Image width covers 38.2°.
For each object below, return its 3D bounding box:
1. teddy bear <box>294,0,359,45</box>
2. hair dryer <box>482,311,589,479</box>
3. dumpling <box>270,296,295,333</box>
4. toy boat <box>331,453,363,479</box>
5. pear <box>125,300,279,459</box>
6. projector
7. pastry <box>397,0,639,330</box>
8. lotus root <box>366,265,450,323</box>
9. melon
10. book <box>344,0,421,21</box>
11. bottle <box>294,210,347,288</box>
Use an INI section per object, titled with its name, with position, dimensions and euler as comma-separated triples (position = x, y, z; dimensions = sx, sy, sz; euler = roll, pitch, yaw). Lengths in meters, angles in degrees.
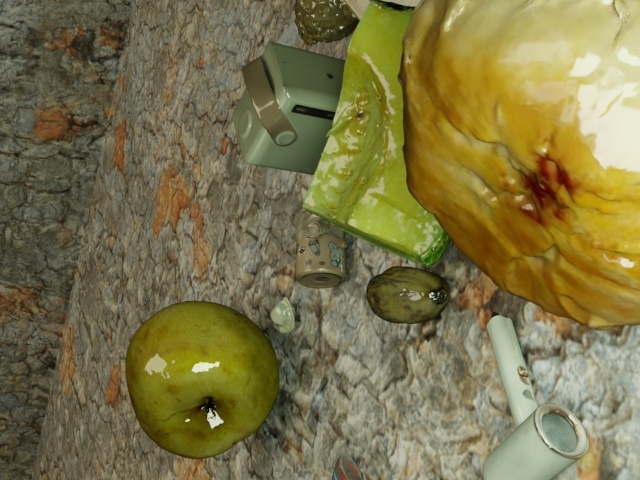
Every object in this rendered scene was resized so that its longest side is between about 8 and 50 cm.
[teddy bear]
position = 0.032, -0.475, 1.641
dimensions = 0.267, 0.156, 0.256
euler = -12, 74, 59
[hair dryer]
position = 0.239, 0.194, 1.157
dimensions = 0.131, 0.073, 0.236
euler = -56, 34, 42
[dumpling]
position = -0.068, 0.149, 1.778
dimensions = 0.077, 0.043, 0.059
euler = -51, 55, 20
[toy boat]
position = 0.030, 0.422, 1.523
dimensions = 0.096, 0.034, 0.122
euler = -117, 42, -56
[pear]
position = -0.225, 0.252, 1.777
dimensions = 0.304, 0.303, 0.304
euler = -26, 60, 58
[projector]
position = -0.032, -0.222, 1.596
dimensions = 0.177, 0.242, 0.163
euler = -56, 39, 38
[pastry]
position = 0.256, -0.102, 0.917
dimensions = 0.409, 0.245, 0.409
euler = 43, 159, 20
[lotus root]
position = 0.128, 0.084, 1.378
dimensions = 0.179, 0.089, 0.081
euler = 6, 125, 60
[melon]
position = 0.106, -0.164, 1.363
dimensions = 0.344, 0.226, 0.331
euler = -66, 19, 3
[book]
position = 0.120, -0.399, 1.466
dimensions = 0.161, 0.026, 0.231
euler = -48, 66, 33
[bottle]
position = -0.001, 0.000, 1.636
dimensions = 0.099, 0.099, 0.152
euler = -34, 50, 55
